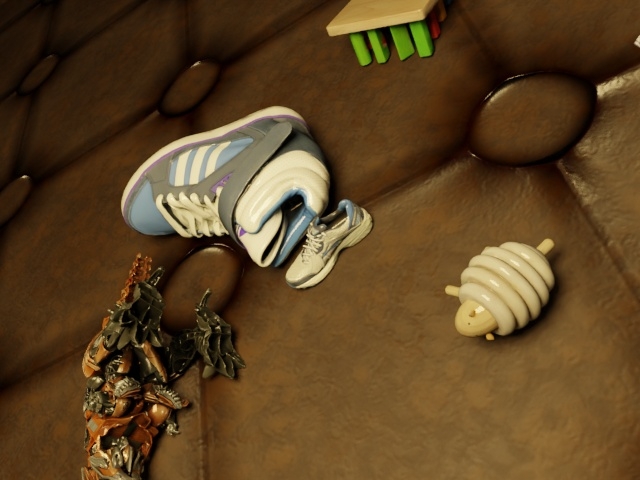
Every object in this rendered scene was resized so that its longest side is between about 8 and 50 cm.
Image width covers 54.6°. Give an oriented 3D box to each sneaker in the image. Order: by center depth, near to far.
[{"bbox_3d":[0.000,0.000,0.776,0.135,0.058,0.052,-46,45,-2],"label":"sneaker"},{"bbox_3d":[-0.138,-0.042,0.850,0.322,0.130,0.236,-26,43,9],"label":"sneaker"}]

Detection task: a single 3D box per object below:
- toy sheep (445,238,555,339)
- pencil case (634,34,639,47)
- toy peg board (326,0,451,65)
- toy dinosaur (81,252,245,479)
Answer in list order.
[{"bbox_3d":[0.179,0.043,0.603,0.132,0.091,0.091,-47,44,-11],"label":"toy sheep"},{"bbox_3d":[0.431,-0.128,0.521,0.119,0.133,0.306,-22,39,-26],"label":"pencil case"},{"bbox_3d":[0.121,-0.339,0.944,0.161,0.079,0.161,4,45,36],"label":"toy peg board"},{"bbox_3d":[-0.239,0.149,0.779,0.218,0.164,0.322,-37,64,29],"label":"toy dinosaur"}]
